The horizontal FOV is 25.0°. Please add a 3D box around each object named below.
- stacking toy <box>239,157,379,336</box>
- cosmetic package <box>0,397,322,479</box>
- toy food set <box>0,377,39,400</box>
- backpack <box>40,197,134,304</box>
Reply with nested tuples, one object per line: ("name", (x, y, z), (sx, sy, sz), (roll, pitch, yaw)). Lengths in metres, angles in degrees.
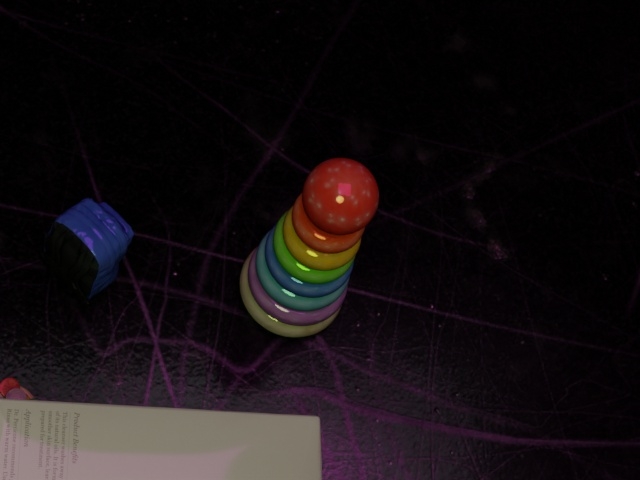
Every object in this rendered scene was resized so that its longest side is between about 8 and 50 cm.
("stacking toy", (0.000, 0.000, 1.766), (0.141, 0.330, 0.141), (6, 64, -13))
("cosmetic package", (-0.196, 0.308, 1.659), (0.385, 0.156, 0.217), (7, 68, -15))
("toy food set", (-0.380, 0.208, 1.738), (0.083, 0.020, 0.082), (30, 61, 0))
("backpack", (-0.289, 0.000, 1.805), (0.098, 0.120, 0.101), (40, 62, 6))
